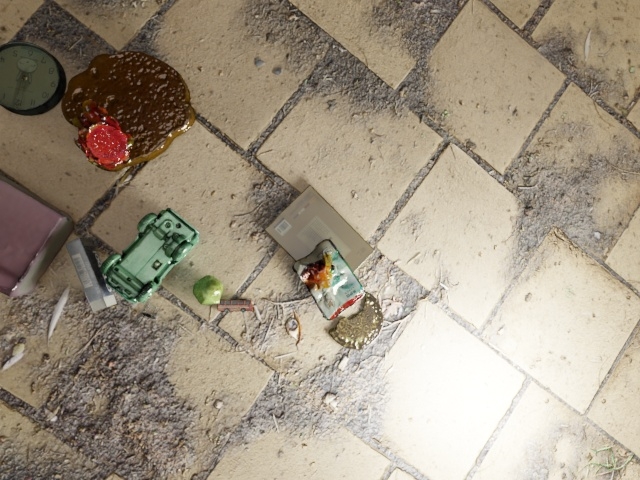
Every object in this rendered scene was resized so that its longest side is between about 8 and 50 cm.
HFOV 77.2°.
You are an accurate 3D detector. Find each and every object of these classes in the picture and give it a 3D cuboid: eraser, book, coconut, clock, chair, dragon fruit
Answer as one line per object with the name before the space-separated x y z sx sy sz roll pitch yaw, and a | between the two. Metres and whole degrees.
eraser | -0.668 0.099 1.170 0.046 0.092 0.212 -21 91 -10
eraser | -0.931 -0.044 1.125 0.359 0.122 0.272 30 81 -7
book | 0.000 0.000 1.317 0.217 0.021 0.310 -45 94 -9
coconut | -0.340 0.156 1.225 0.088 0.088 0.096 -44 89 -9
clock | -0.881 -0.483 1.192 0.215 0.042 0.215 0 87 -9
chair | -0.525 0.231 1.214 0.042 0.037 0.086 31 79 5
dragon fruit | -0.617 -0.302 1.121 0.133 0.150 0.207 -25 84 -39

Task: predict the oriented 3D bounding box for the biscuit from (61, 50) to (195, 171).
biscuit | -0.585 -0.390 1.220 0.359 0.074 0.381 28 86 -5

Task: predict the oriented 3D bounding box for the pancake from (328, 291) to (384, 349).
pancake | 0.118 0.269 1.323 0.190 0.020 0.184 -7 89 -10

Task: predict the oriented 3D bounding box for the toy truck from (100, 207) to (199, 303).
toy truck | -0.488 0.044 1.169 0.155 0.156 0.279 40 83 -5

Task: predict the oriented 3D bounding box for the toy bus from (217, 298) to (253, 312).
toy bus | -0.268 0.206 1.259 0.110 0.031 0.043 1 80 -8

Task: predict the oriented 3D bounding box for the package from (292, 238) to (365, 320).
package | 0.028 0.125 1.285 0.166 0.040 0.232 -33 94 -10
